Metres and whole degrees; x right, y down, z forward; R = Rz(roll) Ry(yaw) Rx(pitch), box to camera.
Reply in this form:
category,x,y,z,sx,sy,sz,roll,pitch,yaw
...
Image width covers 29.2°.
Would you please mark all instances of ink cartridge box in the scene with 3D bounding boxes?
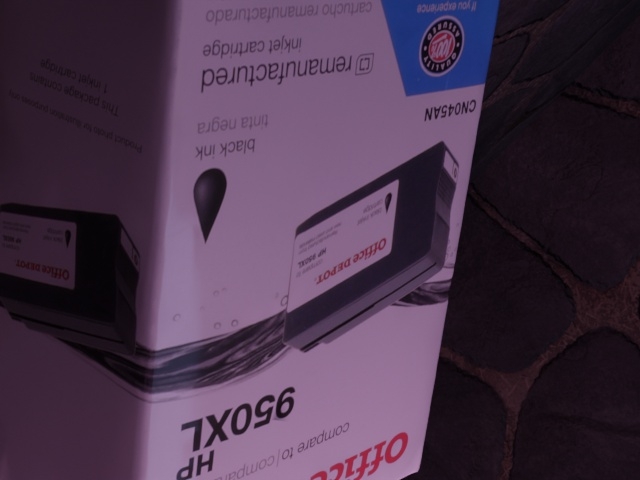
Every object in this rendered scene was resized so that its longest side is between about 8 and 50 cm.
category,x,y,z,sx,sy,sz,roll,pitch,yaw
ink cartridge box,-0.051,-0.006,0.791,0.285,0.166,0.395,-15,120,-46
